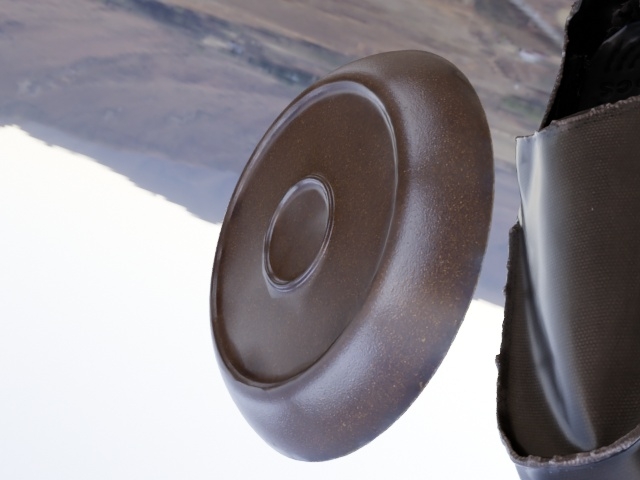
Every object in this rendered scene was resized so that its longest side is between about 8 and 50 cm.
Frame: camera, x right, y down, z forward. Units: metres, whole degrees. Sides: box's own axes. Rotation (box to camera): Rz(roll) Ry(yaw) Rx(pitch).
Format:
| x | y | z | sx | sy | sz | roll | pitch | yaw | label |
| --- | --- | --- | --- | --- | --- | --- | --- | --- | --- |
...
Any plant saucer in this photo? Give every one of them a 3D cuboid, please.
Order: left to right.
| x | y | z | sx | sy | sz | roll | pitch | yaw | label |
| --- | --- | --- | --- | --- | --- | --- | --- | --- | --- |
| 0.000 | 0.000 | 0.735 | 0.050 | 0.311 | 0.310 | 21 | -177 | -31 | plant saucer |

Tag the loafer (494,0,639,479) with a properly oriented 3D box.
| x | y | z | sx | sy | sz | roll | pitch | yaw | label |
| --- | --- | --- | --- | --- | --- | --- | --- | --- | --- |
| 0.094 | -0.009 | 0.354 | 0.080 | 0.220 | 0.078 | -19 | 132 | 39 | loafer |
